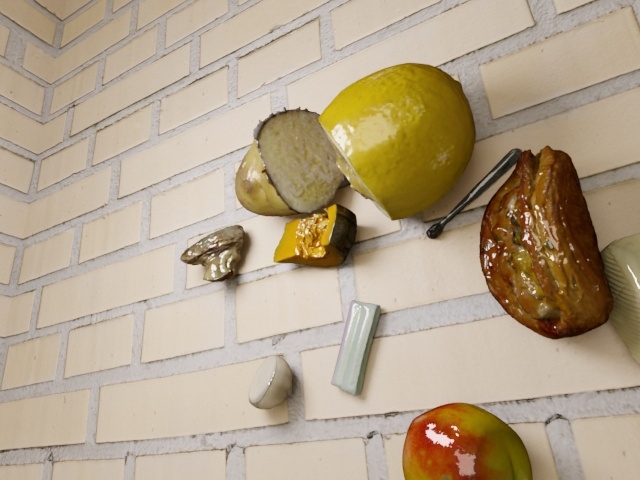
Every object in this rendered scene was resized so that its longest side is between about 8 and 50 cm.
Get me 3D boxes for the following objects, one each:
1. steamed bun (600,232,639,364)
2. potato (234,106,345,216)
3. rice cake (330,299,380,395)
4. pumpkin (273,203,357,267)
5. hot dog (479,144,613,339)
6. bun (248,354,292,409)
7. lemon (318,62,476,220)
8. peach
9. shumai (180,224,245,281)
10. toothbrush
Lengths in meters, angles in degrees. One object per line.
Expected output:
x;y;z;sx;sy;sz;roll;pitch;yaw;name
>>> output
0.606;0.099;0.855;0.153;0.170;0.238;-18;61;4;steamed bun
-0.103;-0.194;1.359;0.237;0.289;0.300;-24;81;62;potato
0.084;0.258;1.180;0.080;0.042;0.221;8;77;32;rice cake
-0.001;0.002;1.288;0.248;0.126;0.130;-12;65;47;pumpkin
0.430;-0.005;0.952;0.174;0.267;0.387;2;64;-7;hot dog
-0.115;0.369;1.233;0.138;0.094;0.138;-49;22;28;bun
0.196;-0.245;1.125;0.364;0.364;0.364;-11;67;28;lemon
0.268;0.420;0.903;0.231;0.231;0.230;-11;67;28;peach
-0.304;0.051;1.446;0.210;0.161;0.152;-27;81;-5;shumai
0.366;-0.111;1.155;0.297;0.030;0.030;-45;82;8;toothbrush
